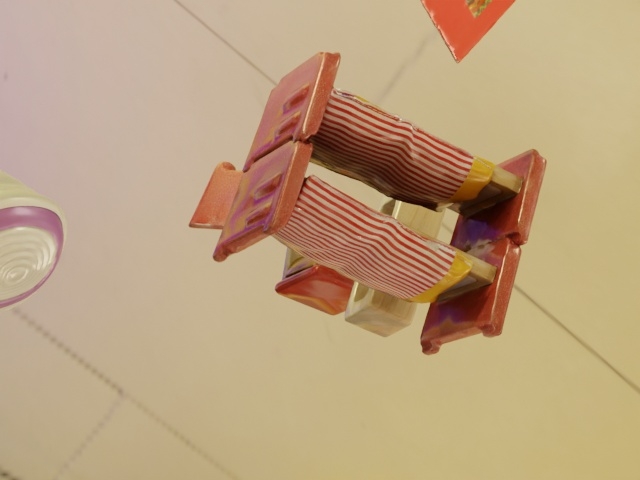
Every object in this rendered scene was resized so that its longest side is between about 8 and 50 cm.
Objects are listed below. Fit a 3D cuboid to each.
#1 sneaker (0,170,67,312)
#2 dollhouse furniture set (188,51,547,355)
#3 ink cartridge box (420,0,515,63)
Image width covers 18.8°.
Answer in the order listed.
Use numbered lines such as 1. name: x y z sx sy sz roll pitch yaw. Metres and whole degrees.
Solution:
1. sneaker: -0.317 -0.010 1.223 0.305 0.152 0.114 0 120 -45
2. dollhouse furniture set: 0.000 0.000 1.553 0.201 0.374 0.152 24 70 -16
3. ink cartridge box: 0.157 -0.286 1.410 0.275 0.060 0.239 -48 137 -8
